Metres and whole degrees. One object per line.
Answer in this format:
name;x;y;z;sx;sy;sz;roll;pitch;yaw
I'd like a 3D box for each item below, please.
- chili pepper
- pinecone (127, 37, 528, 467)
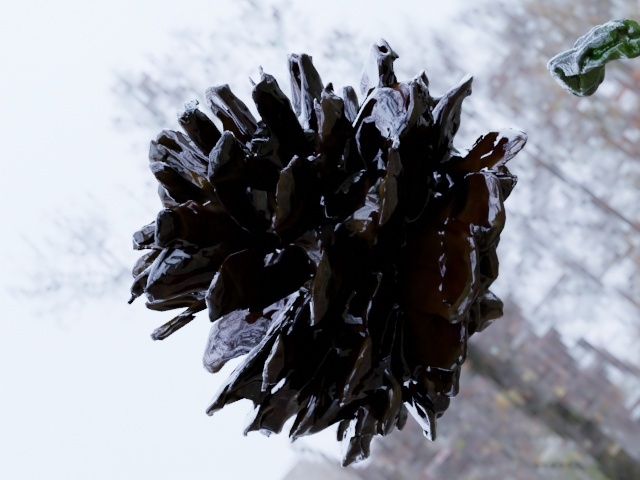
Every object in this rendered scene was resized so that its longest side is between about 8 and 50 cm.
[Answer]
chili pepper;0.136;-0.093;0.956;0.091;0.034;0.030;137;154;-78
pinecone;0.001;0.000;0.608;0.121;0.140;0.140;14;-58;-8
